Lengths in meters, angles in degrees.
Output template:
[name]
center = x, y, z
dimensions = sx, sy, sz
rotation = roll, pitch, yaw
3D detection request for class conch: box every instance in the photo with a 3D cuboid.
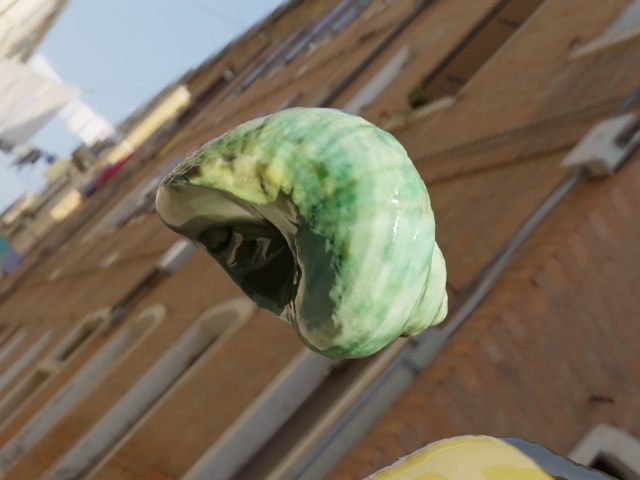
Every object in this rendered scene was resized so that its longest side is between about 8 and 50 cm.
[conch]
center = -0.001, -0.003, 0.859
dimensions = 0.188, 0.122, 0.176
rotation = 52, -48, 3

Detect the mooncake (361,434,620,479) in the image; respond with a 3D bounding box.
[mooncake]
center = 0.134, 0.337, 0.938
dimensions = 0.378, 0.378, 0.201
rotation = 38, -47, 18
